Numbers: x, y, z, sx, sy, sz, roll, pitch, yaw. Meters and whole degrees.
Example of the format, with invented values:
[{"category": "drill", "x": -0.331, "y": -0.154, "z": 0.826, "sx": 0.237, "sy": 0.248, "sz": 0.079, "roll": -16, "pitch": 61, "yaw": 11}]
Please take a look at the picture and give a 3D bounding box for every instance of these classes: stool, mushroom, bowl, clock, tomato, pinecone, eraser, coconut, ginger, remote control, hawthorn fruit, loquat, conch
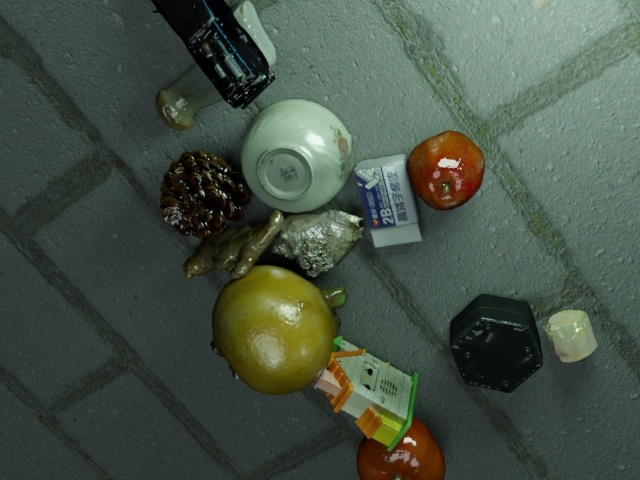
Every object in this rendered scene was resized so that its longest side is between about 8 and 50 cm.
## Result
[{"category": "stool", "x": 0.434, "y": 0.256, "z": 1.931, "sx": 0.232, "sy": 0.141, "sz": 0.232, "roll": 5, "pitch": 117, "yaw": 10}, {"category": "mushroom", "x": -0.247, "y": -0.388, "z": 1.791, "sx": 0.328, "sy": 0.122, "sz": 0.159, "roll": -33, "pitch": 69, "yaw": 23}, {"category": "bowl", "x": -0.066, "y": -0.181, "z": 1.827, "sx": 0.276, "sy": 0.145, "sz": 0.277, "roll": 6, "pitch": 116, "yaw": 12}, {"category": "clock", "x": 0.111, "y": 0.383, "z": 2.016, "sx": 0.255, "sy": 0.220, "sz": 0.106, "roll": 29, "pitch": 119, "yaw": -2}, {"category": "tomato", "x": 0.216, "y": 0.588, "z": 2.110, "sx": 0.259, "sy": 0.180, "sz": 0.260, "roll": 6, "pitch": 128, "yaw": 8}, {"category": "pinecone", "x": -0.292, "y": -0.100, "z": 1.875, "sx": 0.221, "sy": 0.221, "sz": 0.222, "roll": 5, "pitch": 116, "yaw": 9}, {"category": "eraser", "x": 0.166, "y": -0.093, "z": 1.861, "sx": 0.124, "sy": 0.068, "sz": 0.210, "roll": -9, "pitch": 114, "yaw": 15}, {"category": "coconut", "x": 0.615, "y": 0.241, "z": 1.903, "sx": 0.116, "sy": 0.116, "sz": 0.122, "roll": -19, "pitch": 105, "yaw": 19}, {"category": "ginger", "x": -0.220, "y": 0.028, "z": 1.930, "sx": 0.332, "sy": 0.166, "sz": 0.080, "roll": -10, "pitch": 148, "yaw": 40}, {"category": "remote control", "x": -0.258, "y": -0.467, "z": 1.688, "sx": 0.144, "sy": 0.062, "sz": 0.399, "roll": -40, "pitch": 80, "yaw": 17}, {"category": "hawthorn fruit", "x": 0.280, "y": -0.154, "z": 1.748, "sx": 0.189, "sy": 0.189, "sz": 0.189, "roll": 5, "pitch": 116, "yaw": 9}, {"category": "loquat", "x": -0.093, "y": 0.211, "z": 1.926, "sx": 0.359, "sy": 0.328, "sz": 0.329, "roll": -27, "pitch": 109, "yaw": -3}, {"category": "conch", "x": 0.000, "y": 0.000, "z": 1.907, "sx": 0.245, "sy": 0.178, "sz": 0.163, "roll": -22, "pitch": 70, "yaw": 14}]
